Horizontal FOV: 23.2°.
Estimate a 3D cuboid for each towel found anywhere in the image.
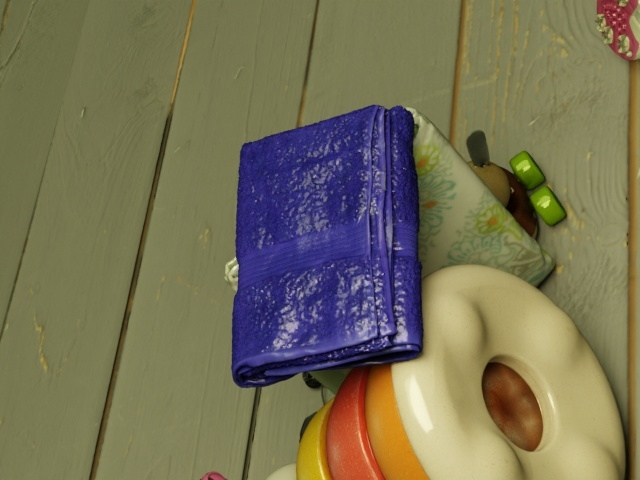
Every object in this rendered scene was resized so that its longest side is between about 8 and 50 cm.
[{"bbox_3d":[0.094,0.044,1.929,0.320,0.374,0.090,-42,43,5],"label":"towel"},{"bbox_3d":[0.000,0.000,1.725,0.227,0.076,0.308,-13,59,22],"label":"towel"}]

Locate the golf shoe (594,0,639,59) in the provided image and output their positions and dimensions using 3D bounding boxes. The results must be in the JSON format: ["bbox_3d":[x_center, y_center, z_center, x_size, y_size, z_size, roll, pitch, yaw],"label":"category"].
[{"bbox_3d":[0.478,-0.295,2.100,0.140,0.115,0.306,-6,22,-17],"label":"golf shoe"}]

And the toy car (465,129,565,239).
[{"bbox_3d":[0.206,-0.071,2.067,0.155,0.188,0.149,-35,43,12],"label":"toy car"}]

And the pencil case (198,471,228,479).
[{"bbox_3d":[-0.188,0.408,2.091,0.209,0.095,0.098,-47,7,2],"label":"pencil case"}]

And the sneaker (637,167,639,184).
[{"bbox_3d":[0.537,-0.156,1.929,0.292,0.108,0.169,-5,59,38],"label":"sneaker"}]

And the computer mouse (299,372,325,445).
[{"bbox_3d":[0.000,0.222,2.119,0.071,0.041,0.242,-24,46,24],"label":"computer mouse"}]

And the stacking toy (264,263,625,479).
[{"bbox_3d":[0.094,0.271,1.881,0.480,0.350,0.351,-35,40,41],"label":"stacking toy"}]
